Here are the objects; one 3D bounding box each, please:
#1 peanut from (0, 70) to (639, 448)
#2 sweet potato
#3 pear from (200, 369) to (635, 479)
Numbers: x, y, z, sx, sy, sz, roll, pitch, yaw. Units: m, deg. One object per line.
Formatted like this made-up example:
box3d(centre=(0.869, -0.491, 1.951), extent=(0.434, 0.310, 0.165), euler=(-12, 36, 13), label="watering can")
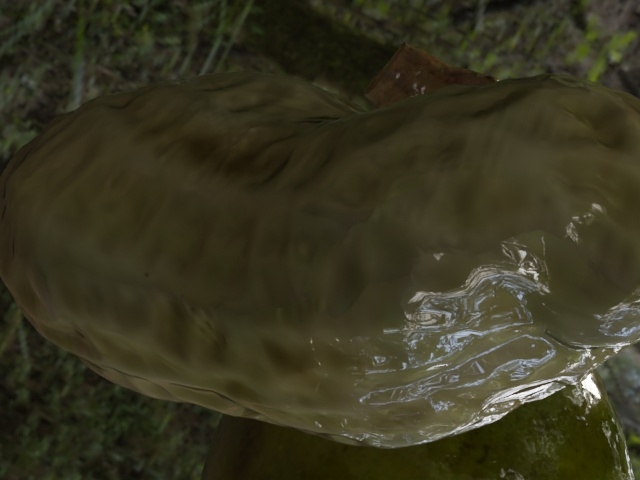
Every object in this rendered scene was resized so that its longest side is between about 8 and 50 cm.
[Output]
box3d(centre=(0.000, 0.000, 0.499), extent=(0.140, 0.325, 0.153), euler=(60, 43, -35), label="peanut")
box3d(centre=(0.158, -0.039, 0.855), extent=(0.067, 0.281, 0.059), euler=(-47, -169, 35), label="sweet potato")
box3d(centre=(0.076, 0.215, 1.022), extent=(0.352, 0.352, 0.413), euler=(108, 5, -53), label="pear")
